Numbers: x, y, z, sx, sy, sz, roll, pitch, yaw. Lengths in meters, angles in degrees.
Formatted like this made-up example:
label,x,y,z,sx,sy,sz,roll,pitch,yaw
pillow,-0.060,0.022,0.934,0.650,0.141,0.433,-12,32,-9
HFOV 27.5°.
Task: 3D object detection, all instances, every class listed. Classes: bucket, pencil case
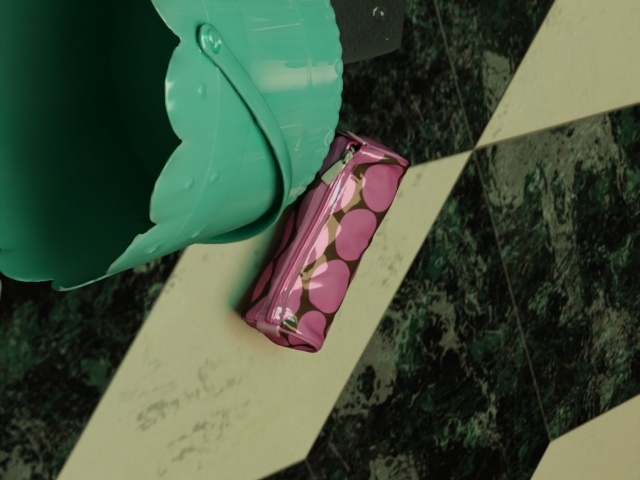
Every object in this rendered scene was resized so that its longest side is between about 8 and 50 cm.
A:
label,x,y,z,sx,sy,sz,roll,pitch,yaw
bucket,-0.132,-0.111,0.886,0.183,0.281,0.281,-15,119,-47
pencil case,0.000,0.000,1.203,0.098,0.095,0.209,34,80,-84

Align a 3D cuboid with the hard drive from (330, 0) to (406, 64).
label,x,y,z,sx,sy,sz,roll,pitch,yaw
hard drive,-0.025,-0.229,1.092,0.255,0.054,0.172,-14,119,-42
